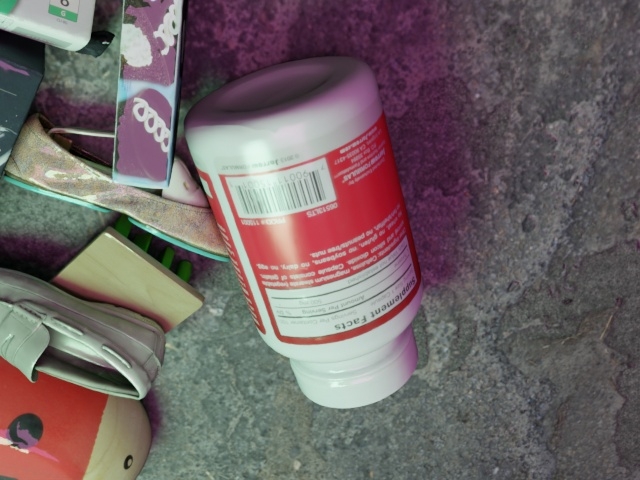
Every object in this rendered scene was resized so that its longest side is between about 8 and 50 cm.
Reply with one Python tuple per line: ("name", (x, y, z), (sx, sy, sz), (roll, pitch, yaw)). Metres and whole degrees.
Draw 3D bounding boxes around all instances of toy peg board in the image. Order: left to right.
("toy peg board", (-0.263, 0.056, 0.983), (0.160, 0.079, 0.161), (-37, 116, 27))

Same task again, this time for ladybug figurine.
("ladybug figurine", (-0.459, 0.274, 0.997), (0.449, 0.162, 0.305), (19, 112, -17))

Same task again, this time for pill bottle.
("pill bottle", (0.000, 0.000, 0.902), (0.228, 0.229, 0.408), (-17, 118, -1))

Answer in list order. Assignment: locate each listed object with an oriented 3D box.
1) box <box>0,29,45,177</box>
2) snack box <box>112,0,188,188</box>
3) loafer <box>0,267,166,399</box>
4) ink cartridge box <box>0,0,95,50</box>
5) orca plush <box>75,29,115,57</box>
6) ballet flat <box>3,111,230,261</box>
("box", (-0.511, -0.134, 0.748), (0.343, 0.179, 0.313), (20, 111, -30))
("snack box", (-0.169, -0.229, 0.750), (0.060, 0.187, 0.322), (5, 103, -11))
("loafer", (-0.358, 0.119, 0.915), (0.319, 0.112, 0.112), (16, 127, -8))
("ink cartridge box", (-0.304, -0.321, 0.703), (0.180, 0.056, 0.225), (10, 85, -39))
("orca plush", (-0.345, -0.291, 0.746), (0.287, 0.151, 0.102), (27, 109, -22))
("ballet flat", (-0.231, -0.071, 0.904), (0.315, 0.107, 0.106), (22, 97, -19))
